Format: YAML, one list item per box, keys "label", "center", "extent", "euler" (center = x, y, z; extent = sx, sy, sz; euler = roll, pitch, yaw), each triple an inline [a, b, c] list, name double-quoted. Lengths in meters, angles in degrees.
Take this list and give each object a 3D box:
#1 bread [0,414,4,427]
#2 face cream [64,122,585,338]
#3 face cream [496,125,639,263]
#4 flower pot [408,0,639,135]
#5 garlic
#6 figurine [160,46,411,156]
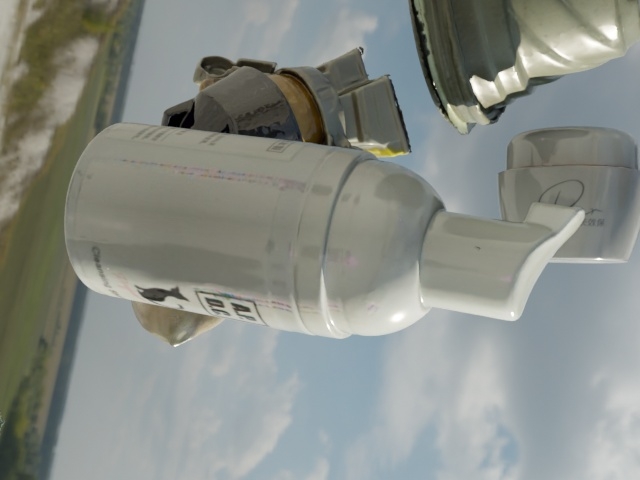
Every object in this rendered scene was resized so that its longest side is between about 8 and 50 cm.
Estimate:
- label: "bread"
  center: [-0.425, 0.282, 0.693]
  extent: [0.264, 0.239, 0.395]
  euler: [-55, -171, 28]
- label: "face cream"
  center: [0.000, 0.000, 0.694]
  extent: [0.145, 0.370, 0.145]
  euler: [9, 90, -67]
- label: "face cream"
  center: [0.200, -0.034, 0.741]
  extent: [0.117, 0.117, 0.104]
  euler: [167, -75, -75]
- label: "flower pot"
  center: [0.150, -0.196, 0.651]
  extent: [0.235, 0.141, 0.235]
  euler: [-4, 90, -69]
- label: "garlic"
  center: [-0.192, 0.042, 1.267]
  extent: [0.318, 0.143, 0.112]
  euler: [-131, -153, -70]
- label: "figurine"
  center: [-0.049, -0.141, 1.122]
  extent: [0.308, 0.309, 0.143]
  euler: [-101, -168, -59]
